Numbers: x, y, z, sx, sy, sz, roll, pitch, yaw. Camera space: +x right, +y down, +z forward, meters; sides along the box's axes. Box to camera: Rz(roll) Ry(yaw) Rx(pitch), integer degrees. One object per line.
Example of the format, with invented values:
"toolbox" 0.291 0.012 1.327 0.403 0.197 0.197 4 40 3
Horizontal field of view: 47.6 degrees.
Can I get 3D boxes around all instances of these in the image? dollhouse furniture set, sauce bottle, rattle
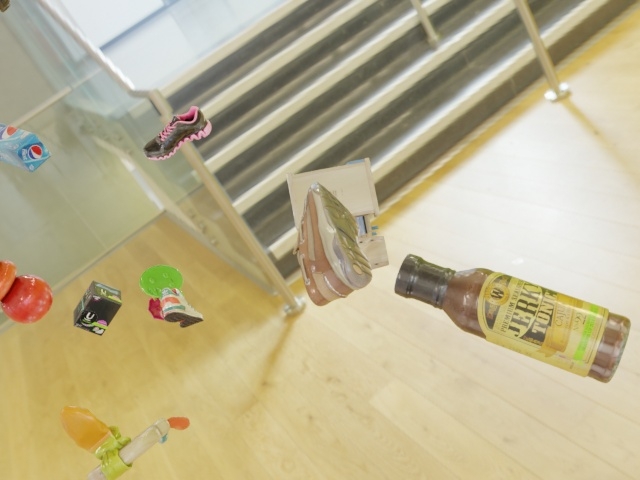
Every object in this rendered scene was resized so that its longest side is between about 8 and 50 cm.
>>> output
"dollhouse furniture set" 0.043 -0.047 1.824 0.198 0.287 0.303 -10 -6 1
"sauce bottle" 0.281 0.109 1.101 0.344 0.111 0.111 18 46 17
"rattle" -0.325 0.307 1.213 0.199 0.142 0.130 -37 -18 -55

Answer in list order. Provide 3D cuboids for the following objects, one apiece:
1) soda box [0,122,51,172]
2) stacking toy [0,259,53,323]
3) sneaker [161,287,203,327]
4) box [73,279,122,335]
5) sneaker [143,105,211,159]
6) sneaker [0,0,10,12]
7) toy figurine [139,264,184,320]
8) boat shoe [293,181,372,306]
"soda box" -0.747 -0.229 1.764 0.210 0.071 0.067 18 59 39
"stacking toy" -0.612 0.040 1.249 0.141 0.330 0.141 -36 34 30
"sneaker" -0.307 0.145 1.602 0.057 0.075 0.161 -20 -17 7
"box" -0.434 0.132 1.411 0.083 0.062 0.052 -54 32 14
"sneaker" -0.234 -0.174 1.156 0.119 0.057 0.047 -34 58 -14
"sneaker" -0.434 -0.452 0.865 0.134 0.344 0.146 -8 -7 -4
"toy figurine" -0.476 0.189 2.222 0.130 0.159 0.173 -23 53 -29
"boat shoe" 0.000 0.000 1.311 0.116 0.123 0.324 -40 25 16
